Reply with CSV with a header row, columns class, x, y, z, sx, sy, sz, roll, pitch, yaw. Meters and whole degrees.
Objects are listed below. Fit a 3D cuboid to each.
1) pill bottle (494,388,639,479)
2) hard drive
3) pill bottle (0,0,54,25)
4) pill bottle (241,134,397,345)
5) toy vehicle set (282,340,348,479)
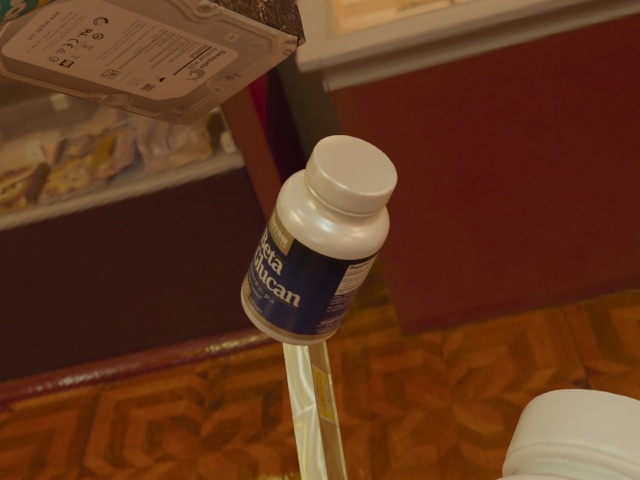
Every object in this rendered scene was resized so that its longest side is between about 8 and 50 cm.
class,x,y,z,sx,sy,sz,roll,pitch,yaw
pill bottle,0.194,0.335,0.761,0.224,0.224,0.392,7,53,33
hard drive,-0.213,-0.236,1.074,0.236,0.338,0.064,-27,67,36
pill bottle,-0.168,-0.168,0.420,0.146,0.146,0.264,17,43,41
pill bottle,0.000,0.000,0.772,0.094,0.169,0.094,14,41,-13
toy vehicle set,-0.010,0.226,1.366,0.035,0.166,0.267,-12,71,8
